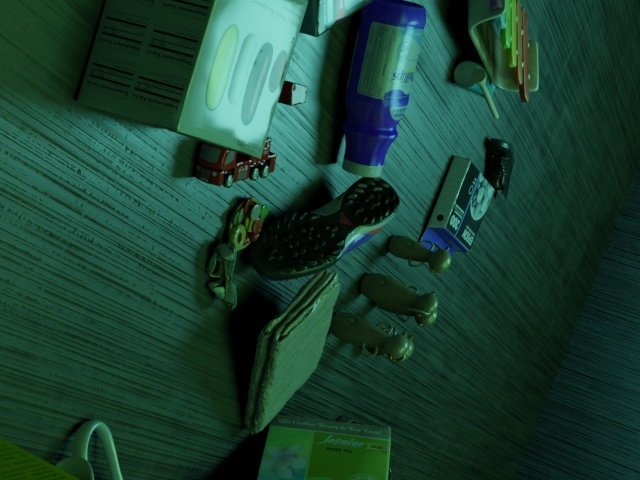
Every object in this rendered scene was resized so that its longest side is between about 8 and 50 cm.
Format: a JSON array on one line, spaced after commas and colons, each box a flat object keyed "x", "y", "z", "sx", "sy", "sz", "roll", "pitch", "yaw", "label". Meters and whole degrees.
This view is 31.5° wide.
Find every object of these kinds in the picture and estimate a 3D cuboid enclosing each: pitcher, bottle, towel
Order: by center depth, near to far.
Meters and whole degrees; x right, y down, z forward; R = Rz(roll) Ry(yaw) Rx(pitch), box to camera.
[{"x": -0.284, "y": 0.354, "z": 1.500, "sx": 0.207, "sy": 0.125, "sz": 0.178, "roll": 59, "pitch": 40, "yaw": -44, "label": "pitcher"}, {"x": 0.094, "y": -0.244, "z": 1.820, "sx": 0.118, "sy": 0.092, "sz": 0.283, "roll": -16, "pitch": 122, "yaw": -60, "label": "bottle"}, {"x": -0.050, "y": 0.177, "z": 1.828, "sx": 0.187, "sy": 0.049, "sz": 0.282, "roll": -45, "pitch": 159, "yaw": -38, "label": "towel"}]

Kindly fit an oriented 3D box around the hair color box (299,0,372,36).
[{"x": 0.049, "y": -0.443, "z": 1.580, "sx": 0.374, "sy": 0.113, "sz": 0.185, "roll": -42, "pitch": 142, "yaw": -44, "label": "hair color box"}]

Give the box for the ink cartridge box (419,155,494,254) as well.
[{"x": 0.287, "y": -0.048, "z": 2.373, "sx": 0.208, "sy": 0.045, "sz": 0.206, "roll": -66, "pitch": 154, "yaw": -5, "label": "ink cartridge box"}]

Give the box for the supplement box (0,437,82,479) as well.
[{"x": -0.320, "y": 0.349, "z": 1.146, "sx": 0.194, "sy": 0.356, "sz": 0.195, "roll": 1, "pitch": 107, "yaw": -62, "label": "supplement box"}]

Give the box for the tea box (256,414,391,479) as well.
[{"x": -0.008, "y": 0.520, "z": 1.888, "sx": 0.323, "sy": 0.220, "sz": 0.329, "roll": -80, "pitch": 175, "yaw": -61, "label": "tea box"}]

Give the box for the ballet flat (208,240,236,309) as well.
[{"x": -0.144, "y": 0.053, "z": 1.643, "sx": 0.041, "sy": 0.041, "sz": 0.114, "roll": -36, "pitch": 138, "yaw": -48, "label": "ballet flat"}]

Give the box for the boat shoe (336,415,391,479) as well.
[{"x": 0.083, "y": 0.482, "z": 2.277, "sx": 0.111, "sy": 0.104, "sz": 0.307, "roll": -52, "pitch": 148, "yaw": -32, "label": "boat shoe"}]

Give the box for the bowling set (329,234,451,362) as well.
[{"x": 0.154, "y": 0.147, "z": 2.131, "sx": 0.287, "sy": 0.154, "sz": 0.200, "roll": -53, "pitch": 149, "yaw": -30, "label": "bowling set"}]

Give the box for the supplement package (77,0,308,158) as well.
[{"x": -0.144, "y": -0.223, "z": 1.323, "sx": 0.194, "sy": 0.149, "sz": 0.203, "roll": 10, "pitch": 97, "yaw": -63, "label": "supplement package"}]

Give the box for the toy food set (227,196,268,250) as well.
[{"x": -0.108, "y": -0.025, "z": 1.667, "sx": 0.083, "sy": 0.020, "sz": 0.083, "roll": -4, "pitch": 111, "yaw": -61, "label": "toy food set"}]

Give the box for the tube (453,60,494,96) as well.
[{"x": 0.319, "y": -0.323, "z": 2.252, "sx": 0.207, "sy": 0.052, "sz": 0.080, "roll": -12, "pitch": 121, "yaw": -66, "label": "tube"}]

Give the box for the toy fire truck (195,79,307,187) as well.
[{"x": -0.096, "y": -0.154, "z": 1.575, "sx": 0.192, "sy": 0.047, "sz": 0.135, "roll": -20, "pitch": 124, "yaw": -56, "label": "toy fire truck"}]

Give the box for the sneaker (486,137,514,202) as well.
[{"x": 0.393, "y": -0.154, "z": 2.492, "sx": 0.089, "sy": 0.051, "sz": 0.170, "roll": -70, "pitch": 157, "yaw": -12, "label": "sneaker"}]

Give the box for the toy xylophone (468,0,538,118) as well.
[{"x": 0.345, "y": -0.369, "z": 2.149, "sx": 0.322, "sy": 0.081, "sz": 0.236, "roll": 30, "pitch": 57, "yaw": -65, "label": "toy xylophone"}]

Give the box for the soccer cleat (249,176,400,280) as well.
[{"x": 0.000, "y": 0.000, "z": 1.811, "sx": 0.318, "sy": 0.109, "sz": 0.116, "roll": -32, "pitch": 165, "yaw": -42, "label": "soccer cleat"}]
